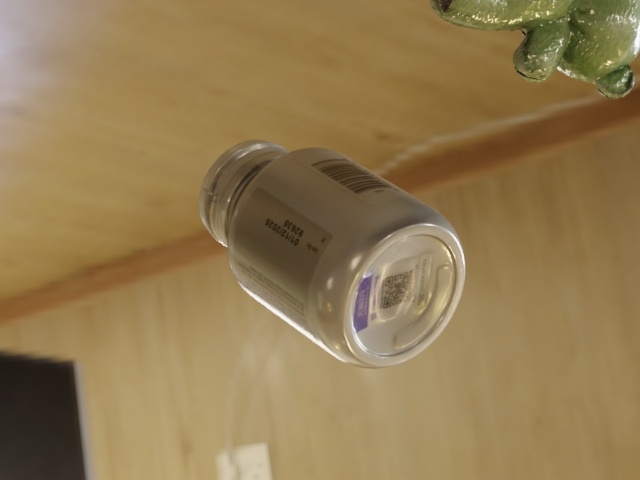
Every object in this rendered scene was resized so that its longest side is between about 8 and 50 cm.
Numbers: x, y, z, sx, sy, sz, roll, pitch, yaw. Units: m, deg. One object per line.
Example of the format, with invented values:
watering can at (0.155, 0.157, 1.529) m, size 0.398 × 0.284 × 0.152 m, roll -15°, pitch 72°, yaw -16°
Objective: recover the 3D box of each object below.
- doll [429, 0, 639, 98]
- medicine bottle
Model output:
doll at (0.139, -0.154, 1.172) m, size 0.150 × 0.115 × 0.077 m, roll 20°, pitch 169°, yaw -26°
medicine bottle at (0.000, 0.000, 1.440) m, size 0.135 × 0.135 × 0.215 m, roll 6°, pitch -161°, yaw -41°
